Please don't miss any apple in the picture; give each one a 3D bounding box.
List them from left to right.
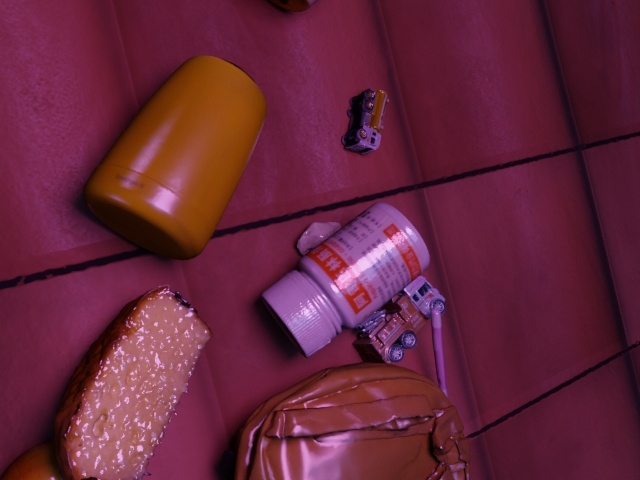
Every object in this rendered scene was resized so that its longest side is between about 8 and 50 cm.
[{"bbox_3d":[-0.345,0.307,0.703,0.114,0.102,0.099,-20,96,-27],"label":"apple"}]

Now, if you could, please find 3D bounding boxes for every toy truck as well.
[{"bbox_3d":[0.086,-0.217,1.024,0.063,0.052,0.123,21,74,-32],"label":"toy truck"},{"bbox_3d":[0.127,0.127,0.997,0.178,0.080,0.115,-41,99,-25],"label":"toy truck"}]

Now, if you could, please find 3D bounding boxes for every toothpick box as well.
[{"bbox_3d":[-0.187,-0.125,0.798,0.175,0.175,0.271,35,66,-22],"label":"toothpick box"}]

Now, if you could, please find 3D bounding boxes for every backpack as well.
[{"bbox_3d":[0.051,0.365,0.859,0.378,0.201,0.353,-7,87,-27],"label":"backpack"}]

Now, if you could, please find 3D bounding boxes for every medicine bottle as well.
[{"bbox_3d":[0.039,0.062,0.897,0.252,0.144,0.144,-38,103,-9],"label":"medicine bottle"}]

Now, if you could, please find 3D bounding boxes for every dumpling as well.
[{"bbox_3d":[-0.002,-0.001,0.964,0.052,0.057,0.076,24,42,12],"label":"dumpling"}]

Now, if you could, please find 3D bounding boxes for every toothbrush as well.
[{"bbox_3d":[0.216,0.247,1.014,0.025,0.020,0.286,-21,115,-22],"label":"toothbrush"}]

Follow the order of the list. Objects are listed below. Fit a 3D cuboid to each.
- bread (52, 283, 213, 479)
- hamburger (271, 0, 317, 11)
[{"bbox_3d":[-0.260,0.191,0.744,0.129,0.134,0.260,46,51,-28],"label":"bread"},{"bbox_3d":[-0.083,-0.495,0.867,0.295,0.227,0.151,41,91,-23],"label":"hamburger"}]
